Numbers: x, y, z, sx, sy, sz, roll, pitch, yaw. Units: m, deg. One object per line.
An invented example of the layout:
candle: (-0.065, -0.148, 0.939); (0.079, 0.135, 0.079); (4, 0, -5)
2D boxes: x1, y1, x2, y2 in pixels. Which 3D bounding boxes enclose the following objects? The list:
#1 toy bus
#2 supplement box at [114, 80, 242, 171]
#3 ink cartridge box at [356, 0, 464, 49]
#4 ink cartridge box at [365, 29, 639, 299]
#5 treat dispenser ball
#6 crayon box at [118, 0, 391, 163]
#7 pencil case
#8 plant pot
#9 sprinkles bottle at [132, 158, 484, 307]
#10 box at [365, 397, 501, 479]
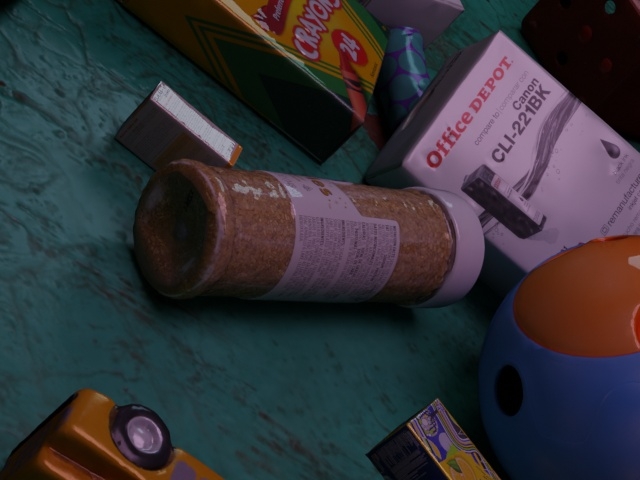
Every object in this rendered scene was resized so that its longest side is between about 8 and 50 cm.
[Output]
toy bus: (-0.075, 0.251, 0.970); (0.333, 0.108, 0.130); (38, 37, -15)
supplement box: (-0.130, -0.090, 1.286); (0.098, 0.062, 0.036); (40, 36, -14)
ink cartridge box: (0.065, -0.355, 1.740); (0.158, 0.092, 0.218); (8, 52, -44)
ink cartridge box: (0.217, -0.063, 1.517); (0.273, 0.114, 0.197); (39, 73, -10)
treat dispenser ball: (0.294, 0.138, 1.329); (0.288, 0.288, 0.288); (29, 38, -26)
crayon box: (-0.078, -0.251, 1.487); (0.318, 0.081, 0.202); (37, 36, -16)
pencil case: (0.103, -0.181, 1.633); (0.070, 0.064, 0.151); (8, 49, -23)
plant pot: (0.452, -0.304, 1.996); (0.236, 0.267, 0.267); (-12, 65, -37)
sprinkles bottle: (0.000, 0.000, 1.289); (0.355, 0.121, 0.121); (4, 53, -46)
box: (0.116, 0.215, 1.118); (0.169, 0.054, 0.059); (53, 35, 6)
